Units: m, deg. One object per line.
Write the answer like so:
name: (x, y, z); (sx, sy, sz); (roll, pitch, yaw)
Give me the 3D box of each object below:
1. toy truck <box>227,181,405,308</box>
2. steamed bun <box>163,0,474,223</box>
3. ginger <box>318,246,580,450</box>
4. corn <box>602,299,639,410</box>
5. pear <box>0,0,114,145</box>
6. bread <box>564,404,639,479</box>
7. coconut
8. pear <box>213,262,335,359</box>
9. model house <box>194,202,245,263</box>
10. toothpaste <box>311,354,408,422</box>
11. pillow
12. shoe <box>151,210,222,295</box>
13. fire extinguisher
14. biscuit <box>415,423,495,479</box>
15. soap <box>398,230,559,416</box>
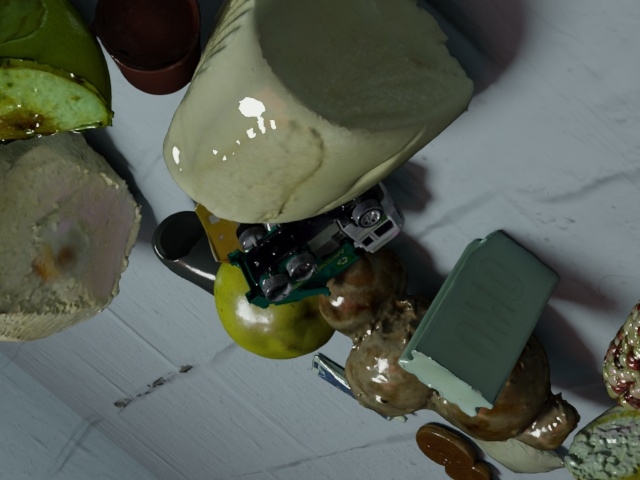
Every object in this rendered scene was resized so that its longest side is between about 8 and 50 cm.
toy truck: (0.000, 0.000, 1.125); (0.116, 0.216, 0.110); (40, -164, -52)
steamed bun: (0.008, -0.146, 0.910); (0.272, 0.274, 0.290); (25, 156, -11)
ginger: (0.167, 0.162, 1.210); (0.375, 0.176, 0.256); (25, 138, 19)
corn: (0.374, 0.092, 0.977); (0.092, 0.092, 0.281); (25, 146, 19)
pear: (-0.393, -0.264, 1.174); (0.238, 0.256, 0.164); (-7, 147, 3)
bread: (0.449, 0.301, 1.146); (0.260, 0.158, 0.156); (30, 160, 9)
coconut: (-0.539, -0.026, 1.471); (0.404, 0.405, 0.405); (26, 148, 18)
pear: (-0.064, 0.086, 1.323); (0.198, 0.198, 0.198); (26, 148, 18)
model house: (-0.074, -0.077, 1.193); (0.136, 0.207, 0.219); (59, 174, 36)
toothpaste: (0.067, 0.264, 1.587); (0.197, 0.035, 0.057); (30, 144, 17)
pillow: (0.265, 0.292, 1.411); (0.229, 0.050, 0.148); (42, 156, -9)
shoe: (-0.146, 0.037, 1.423); (0.241, 0.108, 0.093); (40, 154, -21)
fire extinguisher: (-0.210, -0.236, 1.048); (0.147, 0.107, 0.337); (28, 178, -9)
biscuit: (0.238, 0.380, 1.579); (0.175, 0.026, 0.124); (48, 149, -17)
soap: (0.189, 0.093, 1.061); (0.114, 0.198, 0.063); (35, 151, -2)
